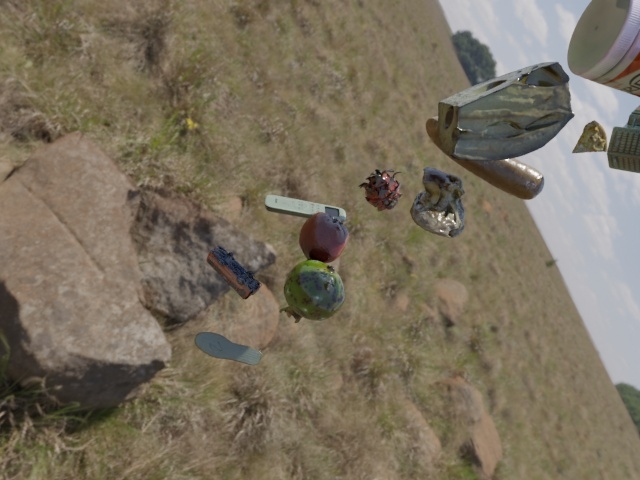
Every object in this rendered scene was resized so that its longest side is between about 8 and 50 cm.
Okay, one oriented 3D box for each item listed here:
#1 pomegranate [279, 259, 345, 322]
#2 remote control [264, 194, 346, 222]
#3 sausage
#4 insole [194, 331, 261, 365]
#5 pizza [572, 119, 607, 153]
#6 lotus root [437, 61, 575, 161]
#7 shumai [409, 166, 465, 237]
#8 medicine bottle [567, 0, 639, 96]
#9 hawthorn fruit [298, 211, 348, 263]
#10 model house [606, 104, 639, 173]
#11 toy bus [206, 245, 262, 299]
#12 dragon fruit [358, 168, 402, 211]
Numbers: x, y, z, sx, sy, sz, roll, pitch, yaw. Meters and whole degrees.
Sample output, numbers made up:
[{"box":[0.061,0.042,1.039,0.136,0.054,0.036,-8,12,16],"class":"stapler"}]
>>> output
[{"box":[-0.033,0.183,1.795,0.211,0.263,0.211,31,24,-15],"class":"pomegranate"},{"box":[-0.057,-0.114,2.032,0.310,0.038,0.090,11,34,-8],"class":"remote control"},{"box":[0.578,-0.292,1.945,0.501,0.123,0.136,29,-5,-9],"class":"sausage"},{"box":[-0.250,0.293,1.471,0.004,0.189,0.064,90,17,-85],"class":"insole"},{"box":[0.787,-0.281,1.594,0.123,0.109,0.026,48,9,-28],"class":"pizza"},{"box":[0.446,-0.311,1.355,0.142,0.314,0.209,-99,178,-78],"class":"lotus root"},{"box":[0.332,-0.107,1.476,0.162,0.152,0.210,32,31,26],"class":"shumai"},{"box":[0.839,-0.529,1.455,0.241,0.252,0.252,16,34,-8],"class":"medicine bottle"},{"box":[0.000,0.000,1.859,0.169,0.188,0.169,39,9,-7],"class":"hawthorn fruit"},{"box":[1.130,-0.329,1.846,0.215,0.224,0.198,-40,132,-29],"class":"model house"},{"box":[-0.332,0.123,2.078,0.235,0.096,0.073,45,46,8],"class":"toy bus"},{"box":[0.199,-0.164,1.773,0.130,0.121,0.141,-39,127,-49],"class":"dragon fruit"}]
